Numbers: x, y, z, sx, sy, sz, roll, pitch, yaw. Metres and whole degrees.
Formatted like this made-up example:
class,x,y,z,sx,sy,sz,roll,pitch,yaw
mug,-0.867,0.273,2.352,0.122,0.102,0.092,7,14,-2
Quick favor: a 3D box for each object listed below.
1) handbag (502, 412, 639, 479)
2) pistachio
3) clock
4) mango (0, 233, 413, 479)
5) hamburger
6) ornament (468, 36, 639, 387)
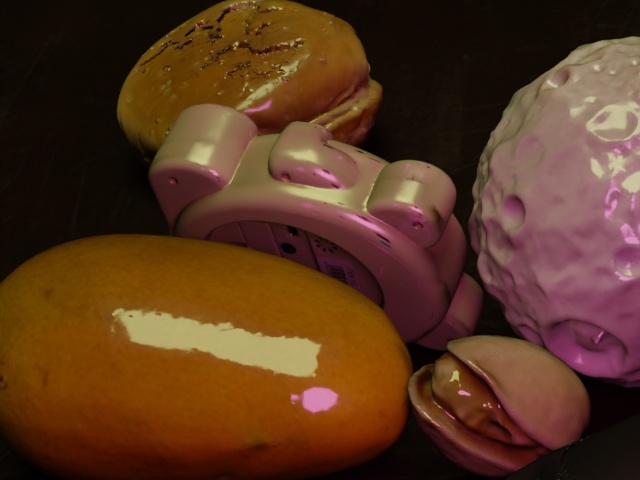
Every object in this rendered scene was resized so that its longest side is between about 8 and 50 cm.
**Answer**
class,x,y,z,sx,sy,sz,roll,pitch,yaw
handbag,0.232,0.242,1.613,0.288,0.152,0.342,-17,6,4
pistachio,0.161,0.148,1.790,0.144,0.215,0.144,-12,68,31
clock,0.000,0.000,1.986,0.310,0.284,0.114,8,51,23
mango,-0.118,0.118,1.860,0.446,0.232,0.300,5,16,27
hamburger,-0.089,-0.169,2.408,0.284,0.174,0.304,-40,33,-22
ornament,0.306,-0.017,1.883,0.337,0.337,0.337,-7,31,4
